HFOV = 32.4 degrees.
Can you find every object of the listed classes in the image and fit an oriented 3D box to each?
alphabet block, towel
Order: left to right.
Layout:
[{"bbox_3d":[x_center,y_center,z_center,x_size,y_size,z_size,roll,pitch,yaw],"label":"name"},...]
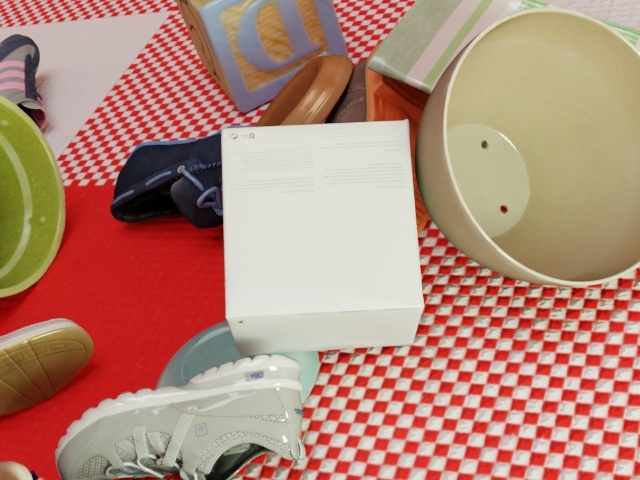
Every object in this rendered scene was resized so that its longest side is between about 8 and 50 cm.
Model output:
[{"bbox_3d":[-0.097,-0.344,1.673,0.193,0.192,0.197,-26,37,-9],"label":"alphabet block"},{"bbox_3d":[0.257,-0.234,1.390,0.325,0.038,0.248,24,51,13],"label":"towel"}]

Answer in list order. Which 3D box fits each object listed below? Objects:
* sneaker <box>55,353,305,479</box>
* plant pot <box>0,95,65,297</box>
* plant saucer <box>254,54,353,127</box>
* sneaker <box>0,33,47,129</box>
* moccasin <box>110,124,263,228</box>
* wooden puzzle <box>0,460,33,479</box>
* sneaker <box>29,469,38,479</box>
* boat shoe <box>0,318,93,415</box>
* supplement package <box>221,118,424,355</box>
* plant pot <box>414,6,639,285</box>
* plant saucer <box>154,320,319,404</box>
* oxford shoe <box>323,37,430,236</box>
[{"bbox_3d":[-0.143,0.205,1.092,0.281,0.105,0.115,-23,65,19],"label":"sneaker"},{"bbox_3d":[-0.534,-0.045,1.484,0.254,0.276,0.276,-10,38,32],"label":"plant pot"},{"bbox_3d":[-0.035,-0.175,1.477,0.200,0.037,0.200,-46,17,19],"label":"plant saucer"},{"bbox_3d":[-0.497,-0.226,1.808,0.131,0.112,0.319,6,45,6],"label":"sneaker"},{"bbox_3d":[-0.136,-0.060,1.415,0.342,0.138,0.117,-5,50,45],"label":"moccasin"},{"bbox_3d":[-0.311,0.316,0.956,0.221,0.044,0.238,-20,54,57],"label":"wooden puzzle"},{"bbox_3d":[-0.261,0.282,1.074,0.224,0.083,0.098,16,45,41],"label":"sneaker"},{"bbox_3d":[-0.400,0.155,1.281,0.277,0.098,0.096,-26,38,-5],"label":"boat shoe"},{"bbox_3d":[0.000,0.000,1.145,0.194,0.149,0.203,-3,70,0],"label":"supplement package"},{"bbox_3d":[0.214,-0.082,1.178,0.284,0.284,0.191,-39,7,-22],"label":"plant pot"},{"bbox_3d":[-0.099,0.141,1.205,0.195,0.037,0.195,-13,37,10],"label":"plant saucer"},{"bbox_3d":[0.061,-0.093,1.378,0.133,0.130,0.363,-33,31,39],"label":"oxford shoe"}]
